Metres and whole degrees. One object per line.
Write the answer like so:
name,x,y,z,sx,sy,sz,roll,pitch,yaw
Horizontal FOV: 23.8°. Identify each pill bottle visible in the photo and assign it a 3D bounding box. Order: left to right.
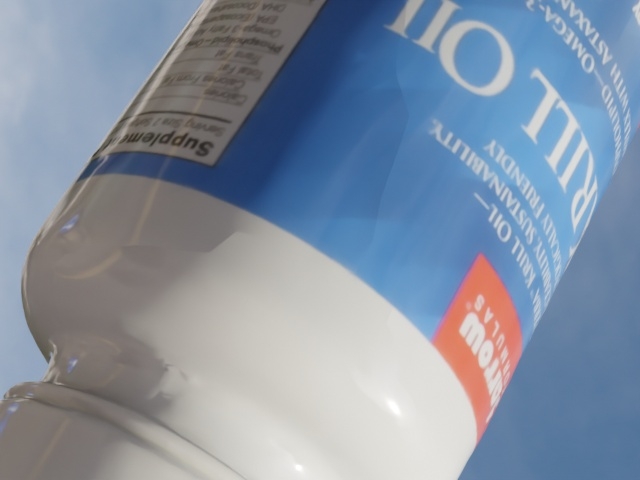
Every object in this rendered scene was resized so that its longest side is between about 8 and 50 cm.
pill bottle,0.000,0.000,0.400,0.124,0.124,0.221,-10,-137,54
